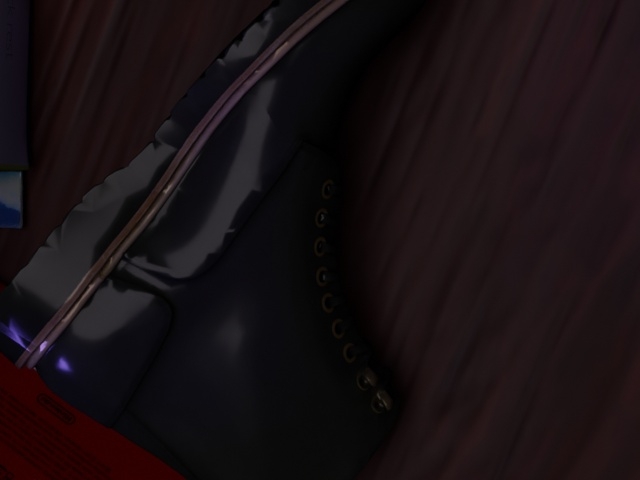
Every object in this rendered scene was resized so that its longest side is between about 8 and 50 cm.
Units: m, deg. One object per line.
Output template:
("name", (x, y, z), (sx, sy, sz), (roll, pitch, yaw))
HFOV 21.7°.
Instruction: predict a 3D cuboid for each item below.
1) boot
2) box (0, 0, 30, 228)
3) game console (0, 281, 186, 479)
("boot", (0.000, 0.000, 0.566), (0.137, 0.077, 0.198), (42, 98, -5))
("box", (-0.161, -0.095, 0.615), (0.109, 0.042, 0.178), (3, 91, 17))
("game console", (-0.116, 0.102, 0.622), (0.144, 0.085, 0.124), (35, 70, 13))
